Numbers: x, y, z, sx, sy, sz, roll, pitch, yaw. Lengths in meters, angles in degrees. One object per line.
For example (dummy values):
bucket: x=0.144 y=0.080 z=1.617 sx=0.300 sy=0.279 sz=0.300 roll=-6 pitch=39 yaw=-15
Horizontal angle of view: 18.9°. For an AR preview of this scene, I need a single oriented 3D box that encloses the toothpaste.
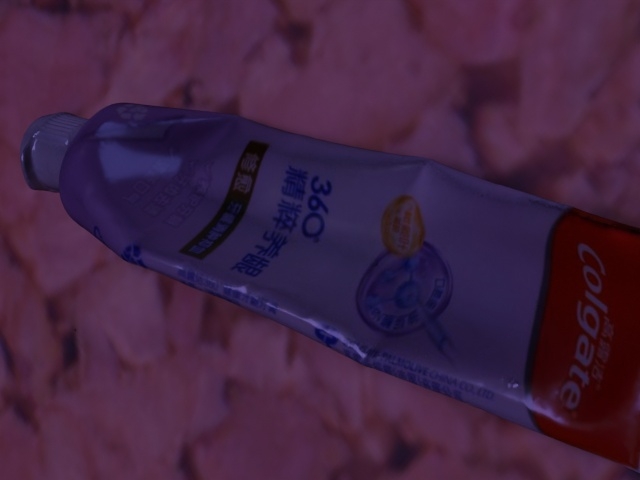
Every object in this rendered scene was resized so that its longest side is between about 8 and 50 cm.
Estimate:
toothpaste: x=0.000 y=0.000 z=0.658 sx=0.301 sy=0.048 sz=0.075 roll=18 pitch=88 yaw=40
